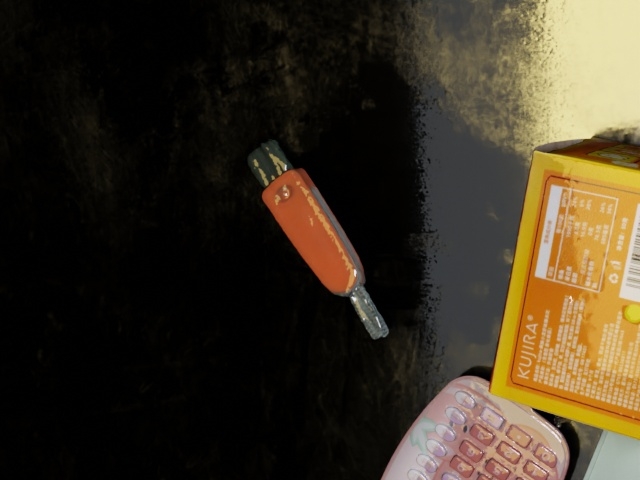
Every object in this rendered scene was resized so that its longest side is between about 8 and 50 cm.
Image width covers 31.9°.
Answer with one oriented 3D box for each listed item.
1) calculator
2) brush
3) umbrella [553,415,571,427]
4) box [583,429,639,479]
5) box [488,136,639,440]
[{"bbox_3d":[0.200,0.336,1.511,0.220,0.048,0.330,35,112,19],"label":"calculator"},{"bbox_3d":[0.000,0.000,1.560,0.070,0.051,0.323,-36,78,21],"label":"brush"},{"bbox_3d":[0.337,0.220,1.438,0.083,0.020,0.031,-27,85,33],"label":"umbrella"},{"bbox_3d":[0.449,0.283,1.352,0.225,0.086,0.130,25,109,22],"label":"box"},{"bbox_3d":[0.339,0.041,1.272,0.213,0.259,0.284,15,104,24],"label":"box"}]
